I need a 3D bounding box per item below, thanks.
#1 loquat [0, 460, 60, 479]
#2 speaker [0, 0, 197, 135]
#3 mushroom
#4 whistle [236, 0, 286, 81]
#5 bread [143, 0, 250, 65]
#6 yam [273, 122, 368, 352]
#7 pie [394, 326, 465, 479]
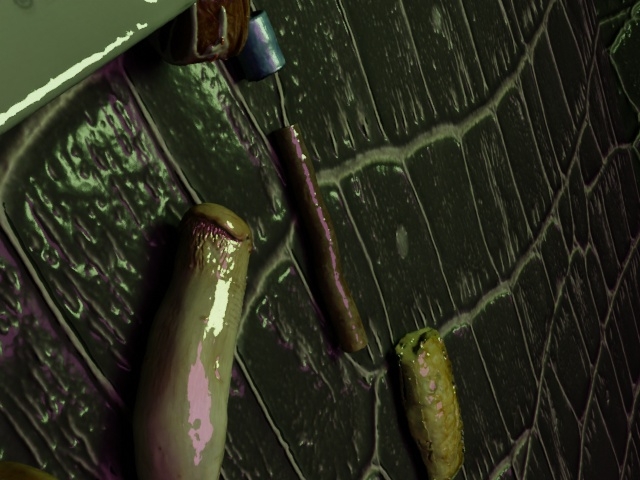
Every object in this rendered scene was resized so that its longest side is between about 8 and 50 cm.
[{"bbox_3d":[-0.250,0.246,0.545,0.213,0.213,0.213,12,75,-54],"label":"loquat"},{"bbox_3d":[-0.278,-0.177,0.588,0.184,0.183,0.406,60,41,-22],"label":"speaker"},{"bbox_3d":[-0.130,0.135,0.826,0.123,0.095,0.351,44,50,-66],"label":"mushroom"},{"bbox_3d":[-0.125,-0.338,0.930,0.062,0.062,0.304,-52,127,-45],"label":"whistle"},{"bbox_3d":[-0.138,-0.258,0.814,0.073,0.160,0.160,-22,104,-31],"label":"bread"},{"bbox_3d":[0.000,0.000,1.076,0.045,0.045,0.327,-96,169,-76],"label":"yam"},{"bbox_3d":[0.187,0.282,1.284,0.128,0.068,0.282,-37,119,-50],"label":"pie"}]
